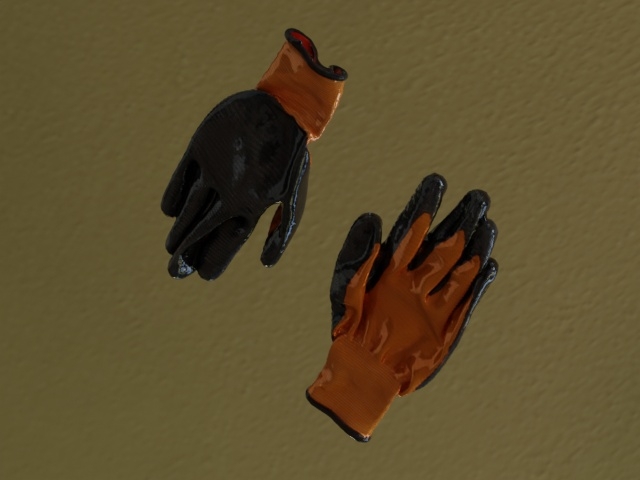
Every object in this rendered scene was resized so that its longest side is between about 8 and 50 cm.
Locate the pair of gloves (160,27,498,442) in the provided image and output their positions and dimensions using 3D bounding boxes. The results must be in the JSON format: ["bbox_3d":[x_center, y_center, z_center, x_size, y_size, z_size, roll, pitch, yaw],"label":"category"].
[{"bbox_3d":[0.000,0.000,0.405,0.083,0.010,0.074,43,-57,14],"label":"pair of gloves"}]
